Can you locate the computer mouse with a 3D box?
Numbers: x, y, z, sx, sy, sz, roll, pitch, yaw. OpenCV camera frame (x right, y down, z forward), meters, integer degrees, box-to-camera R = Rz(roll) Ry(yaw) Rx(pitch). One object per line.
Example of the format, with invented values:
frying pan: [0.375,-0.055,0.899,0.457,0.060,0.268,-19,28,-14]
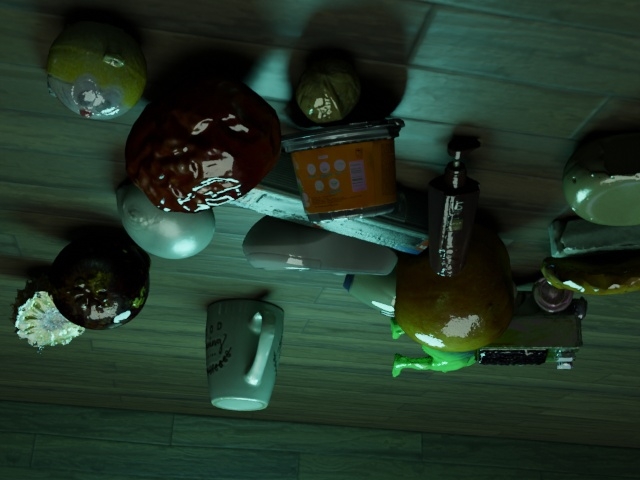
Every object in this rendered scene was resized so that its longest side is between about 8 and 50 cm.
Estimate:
computer mouse: [0.000,0.000,1.447,0.297,0.121,0.184,3,174,-42]

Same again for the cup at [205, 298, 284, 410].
cup: [-0.169,0.262,1.932,0.187,0.234,0.258,12,153,-22]

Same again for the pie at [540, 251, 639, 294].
pie: [0.536,0.052,1.502,0.274,0.069,0.273,-6,-177,0]

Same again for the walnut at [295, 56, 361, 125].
walnut: [0.010,-0.189,1.048,0.092,0.092,0.092,2,157,1]

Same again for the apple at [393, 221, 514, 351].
apple: [0.233,0.083,1.470,0.208,0.236,0.237,-7,155,20]

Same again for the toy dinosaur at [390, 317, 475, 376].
toy dinosaur: [0.357,0.253,1.925,0.375,0.143,0.500,5,170,-10]

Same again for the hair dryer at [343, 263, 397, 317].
hair dryer: [0.219,0.125,1.691,0.296,0.118,0.298,15,171,26]

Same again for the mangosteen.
mangosteen: [-0.423,0.077,1.624,0.192,0.192,0.217,1,-172,4]

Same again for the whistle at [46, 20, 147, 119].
whistle: [-0.293,-0.197,1.031,0.123,0.122,0.223,18,167,-32]

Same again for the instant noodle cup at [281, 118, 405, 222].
instant noodle cup: [0.036,-0.091,1.131,0.178,0.125,0.208,-11,-175,-25]

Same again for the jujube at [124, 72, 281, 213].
jujube: [-0.160,-0.126,1.105,0.174,0.174,0.250,16,159,-28]

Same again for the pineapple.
pineapple: [-0.602,0.137,1.827,0.176,0.137,0.161,-45,129,7]

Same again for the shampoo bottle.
shampoo bottle: [0.207,-0.050,1.281,0.068,0.067,0.236,-23,135,-22]

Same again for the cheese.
cheese: [0.451,-0.086,1.232,0.176,0.091,0.202,-5,157,17]

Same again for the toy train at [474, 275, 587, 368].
toy train: [0.419,0.165,1.709,0.261,0.177,0.134,0,157,10]

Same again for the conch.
conch: [-0.272,-0.037,1.414,0.185,0.121,0.221,33,161,5]

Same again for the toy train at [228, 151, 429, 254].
toy train: [0.003,-0.072,1.311,0.410,0.086,0.089,15,146,-26]

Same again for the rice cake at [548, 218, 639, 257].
rice cake: [0.565,-0.015,1.414,0.337,0.066,0.063,-4,156,17]
